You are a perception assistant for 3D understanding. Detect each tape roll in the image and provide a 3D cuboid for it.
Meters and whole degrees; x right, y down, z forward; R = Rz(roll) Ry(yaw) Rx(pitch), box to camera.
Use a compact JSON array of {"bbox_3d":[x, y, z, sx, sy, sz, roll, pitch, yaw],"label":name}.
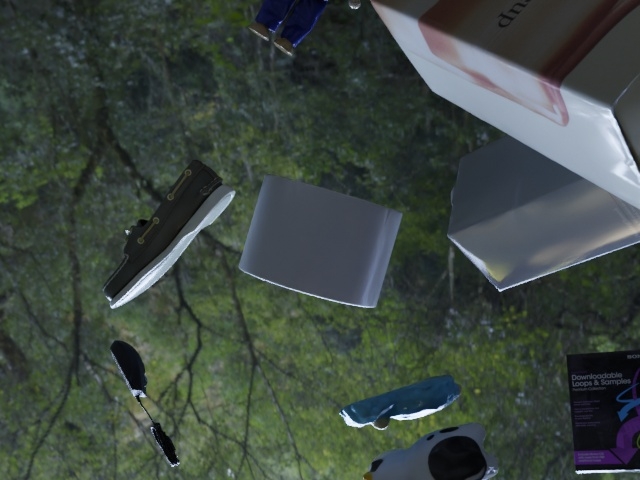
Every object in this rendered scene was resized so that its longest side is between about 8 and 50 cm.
[{"bbox_3d":[0.000,0.000,1.394,0.246,0.246,0.169,17,-89,29],"label":"tape roll"}]

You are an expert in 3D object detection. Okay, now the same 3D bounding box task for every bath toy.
[{"bbox_3d":[0.142,0.331,0.921,0.129,0.151,0.348,-6,-114,-45],"label":"bath toy"}]

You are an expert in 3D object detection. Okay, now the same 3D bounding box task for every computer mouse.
[{"bbox_3d":[-0.295,0.275,1.421,0.041,0.071,0.242,-26,-102,-19],"label":"computer mouse"}]

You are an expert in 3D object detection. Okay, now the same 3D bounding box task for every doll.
[{"bbox_3d":[-0.006,-0.324,1.030,0.129,0.046,0.189,33,-84,7],"label":"doll"}]

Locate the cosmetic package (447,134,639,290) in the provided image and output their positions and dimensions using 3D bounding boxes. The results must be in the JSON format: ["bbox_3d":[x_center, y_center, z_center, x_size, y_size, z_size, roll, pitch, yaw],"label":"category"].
[{"bbox_3d":[0.245,-0.057,0.779,0.238,0.107,0.127,-27,-148,40],"label":"cosmetic package"}]

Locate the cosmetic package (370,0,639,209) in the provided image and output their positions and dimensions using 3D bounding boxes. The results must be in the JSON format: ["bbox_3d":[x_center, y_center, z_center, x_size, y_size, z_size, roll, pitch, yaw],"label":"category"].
[{"bbox_3d":[0.186,-0.159,0.626,0.153,0.129,0.296,-46,-141,0],"label":"cosmetic package"}]

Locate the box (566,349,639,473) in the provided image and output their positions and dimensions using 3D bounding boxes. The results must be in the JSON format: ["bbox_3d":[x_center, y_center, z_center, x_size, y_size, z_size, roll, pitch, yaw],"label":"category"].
[{"bbox_3d":[0.399,0.231,1.121,0.116,0.029,0.162,-8,-115,22],"label":"box"}]

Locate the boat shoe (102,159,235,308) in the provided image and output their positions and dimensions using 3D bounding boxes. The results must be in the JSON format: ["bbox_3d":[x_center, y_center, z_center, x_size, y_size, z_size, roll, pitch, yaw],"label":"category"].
[{"bbox_3d":[-0.278,-0.008,1.425,0.305,0.091,0.109,-45,177,14],"label":"boat shoe"}]
